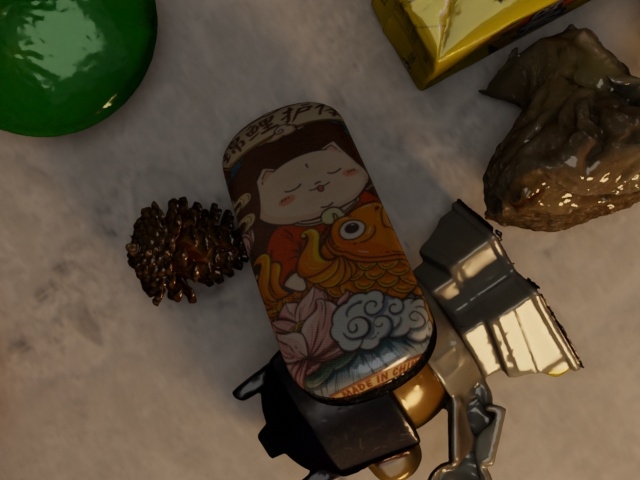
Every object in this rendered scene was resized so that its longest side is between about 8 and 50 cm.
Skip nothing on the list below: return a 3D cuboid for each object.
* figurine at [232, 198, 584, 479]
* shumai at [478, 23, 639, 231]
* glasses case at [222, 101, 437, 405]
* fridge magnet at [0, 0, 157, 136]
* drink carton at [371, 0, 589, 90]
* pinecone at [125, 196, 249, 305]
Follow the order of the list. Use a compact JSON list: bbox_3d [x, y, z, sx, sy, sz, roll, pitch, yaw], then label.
[{"bbox_3d":[0.064,0.104,1.025,0.309,0.143,0.308,-8,55,12],"label":"figurine"},{"bbox_3d":[0.223,-0.107,1.034,0.206,0.166,0.175,-15,78,-27],"label":"shumai"},{"bbox_3d":[0.000,0.000,0.981,0.122,0.082,0.321,-26,47,4],"label":"glasses case"},{"bbox_3d":[-0.252,-0.197,1.056,0.208,0.088,0.208,0,87,0],"label":"fridge magnet"},{"bbox_3d":[0.222,-0.272,1.035,0.351,0.154,0.111,-28,89,-2],"label":"drink carton"},{"bbox_3d":[-0.120,0.008,1.046,0.109,0.102,0.102,-10,88,-2],"label":"pinecone"}]
